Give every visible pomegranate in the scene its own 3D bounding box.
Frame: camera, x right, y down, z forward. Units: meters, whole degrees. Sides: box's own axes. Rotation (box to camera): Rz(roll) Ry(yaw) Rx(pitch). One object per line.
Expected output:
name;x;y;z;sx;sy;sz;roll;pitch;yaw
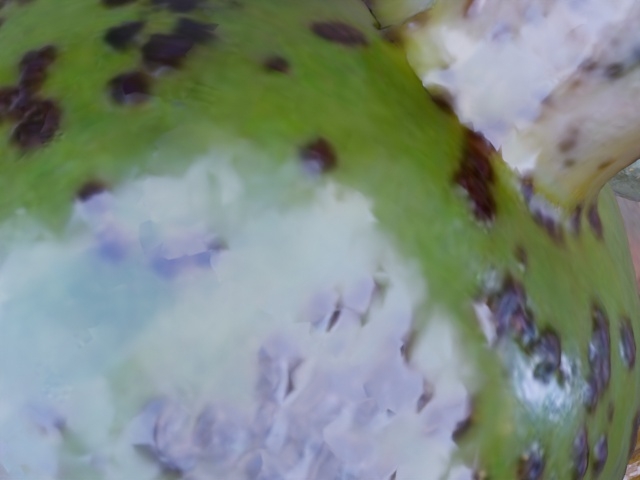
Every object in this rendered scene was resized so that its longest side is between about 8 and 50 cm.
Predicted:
pomegranate;0.000;0.000;0.428;0.248;0.202;0.202;-42;90;25

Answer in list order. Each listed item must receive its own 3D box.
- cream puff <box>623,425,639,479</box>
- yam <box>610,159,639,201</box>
cream puff;0.321;0.221;1.577;0.303;0.303;0.212;-30;84;8
yam;0.128;-0.061;0.964;0.146;0.070;0.069;19;99;42
